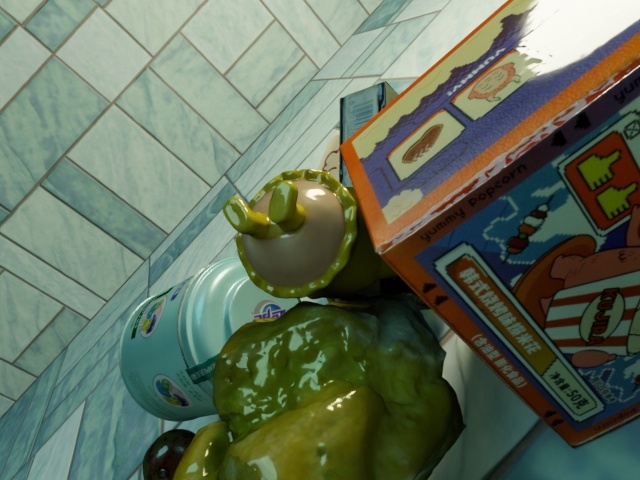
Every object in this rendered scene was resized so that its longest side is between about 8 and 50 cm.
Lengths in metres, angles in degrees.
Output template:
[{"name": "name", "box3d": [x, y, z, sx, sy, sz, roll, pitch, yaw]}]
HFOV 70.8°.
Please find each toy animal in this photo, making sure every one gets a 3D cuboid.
[{"name": "toy animal", "box3d": [-0.004, 0.001, 0.493, 0.155, 0.229, 0.156, -11, 69, 28]}]

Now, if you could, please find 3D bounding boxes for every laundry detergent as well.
[{"name": "laundry detergent", "box3d": [-0.196, 0.196, 0.897, 0.305, 0.287, 0.288, -26, 33, 38]}]

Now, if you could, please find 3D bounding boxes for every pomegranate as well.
[{"name": "pomegranate", "box3d": [-0.290, 0.436, 0.897, 0.130, 0.130, 0.130, -35, 29, 23]}]

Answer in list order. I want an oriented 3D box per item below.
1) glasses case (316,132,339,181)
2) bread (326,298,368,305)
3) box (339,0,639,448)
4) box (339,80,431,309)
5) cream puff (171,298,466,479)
[{"name": "glasses case", "box3d": [0.150, -0.130, 0.873, 0.336, 0.076, 0.144, 11, 72, 35]}, {"name": "bread", "box3d": [0.046, 0.037, 0.890, 0.095, 0.182, 0.222, -11, 27, -12]}, {"name": "box", "box3d": [0.256, -0.037, 0.468, 0.318, 0.348, 0.257, -38, 28, 15]}, {"name": "box", "box3d": [0.110, -0.055, 0.695, 0.084, 0.198, 0.311, -8, 74, 34]}, {"name": "cream puff", "box3d": [-0.021, 0.219, 0.523, 0.275, 0.378, 0.378, 35, 82, 27]}]
